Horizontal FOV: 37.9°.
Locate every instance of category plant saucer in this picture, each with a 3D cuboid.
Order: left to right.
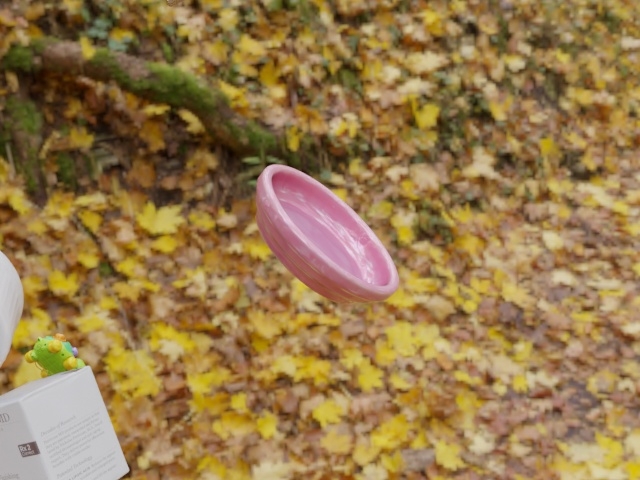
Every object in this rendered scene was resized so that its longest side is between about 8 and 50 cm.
[{"bbox_3d":[0.000,0.000,1.733,0.084,0.332,0.332,-46,14,18],"label":"plant saucer"}]

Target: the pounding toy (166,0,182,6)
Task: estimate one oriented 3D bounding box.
[{"bbox_3d":[-0.179,-0.373,1.121,0.269,0.155,0.154,8,3,-16],"label":"pounding toy"}]

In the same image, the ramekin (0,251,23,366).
[{"bbox_3d":[-0.636,0.128,1.532,0.277,0.277,0.135,-10,27,-11],"label":"ramekin"}]

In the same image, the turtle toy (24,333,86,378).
[{"bbox_3d":[-0.533,0.242,1.907,0.095,0.130,0.066,-23,26,27],"label":"turtle toy"}]

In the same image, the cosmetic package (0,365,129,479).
[{"bbox_3d":[-0.422,0.313,1.432,0.151,0.183,0.151,-18,4,32],"label":"cosmetic package"}]
